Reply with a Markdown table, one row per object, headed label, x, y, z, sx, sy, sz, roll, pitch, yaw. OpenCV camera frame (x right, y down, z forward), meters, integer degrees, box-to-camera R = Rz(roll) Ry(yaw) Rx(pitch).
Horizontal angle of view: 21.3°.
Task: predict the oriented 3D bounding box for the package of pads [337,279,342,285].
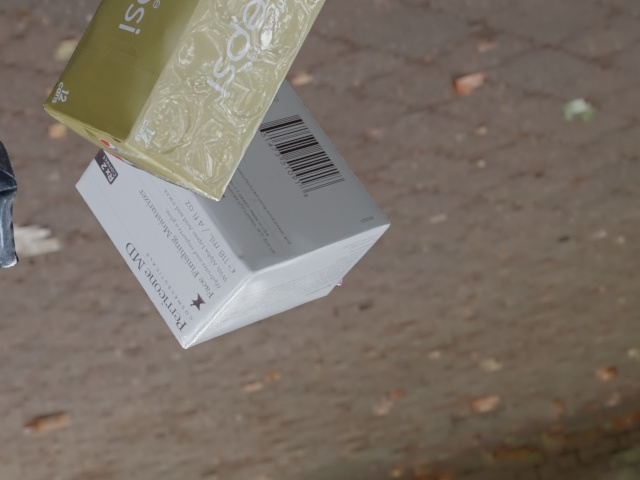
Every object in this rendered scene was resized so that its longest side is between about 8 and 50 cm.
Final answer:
| label | x | y | z | sx | sy | sz | roll | pitch | yaw |
| --- | --- | --- | --- | --- | --- | --- | --- | --- | --- |
| package of pads | 0.000 | 0.000 | 1.609 | 0.050 | 0.083 | 0.032 | 5 | -166 | -5 |

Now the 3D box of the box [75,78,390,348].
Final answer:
| label | x | y | z | sx | sy | sz | roll | pitch | yaw |
| --- | --- | --- | --- | --- | --- | --- | --- | --- | --- |
| box | -0.074 | -0.031 | 1.446 | 0.182 | 0.181 | 0.119 | -20 | 158 | -45 |

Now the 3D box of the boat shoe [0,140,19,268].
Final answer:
| label | x | y | z | sx | sy | sz | roll | pitch | yaw |
| --- | --- | --- | --- | --- | --- | --- | --- | --- | --- |
| boat shoe | -0.224 | -0.067 | 0.991 | 0.083 | 0.183 | 0.065 | -8 | -170 | -12 |

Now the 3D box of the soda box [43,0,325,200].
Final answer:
| label | x | y | z | sx | sy | sz | roll | pitch | yaw |
| --- | --- | --- | --- | --- | --- | --- | --- | --- | --- |
| soda box | -0.035 | -0.112 | 0.689 | 0.058 | 0.181 | 0.061 | 22 | 173 | 42 |
